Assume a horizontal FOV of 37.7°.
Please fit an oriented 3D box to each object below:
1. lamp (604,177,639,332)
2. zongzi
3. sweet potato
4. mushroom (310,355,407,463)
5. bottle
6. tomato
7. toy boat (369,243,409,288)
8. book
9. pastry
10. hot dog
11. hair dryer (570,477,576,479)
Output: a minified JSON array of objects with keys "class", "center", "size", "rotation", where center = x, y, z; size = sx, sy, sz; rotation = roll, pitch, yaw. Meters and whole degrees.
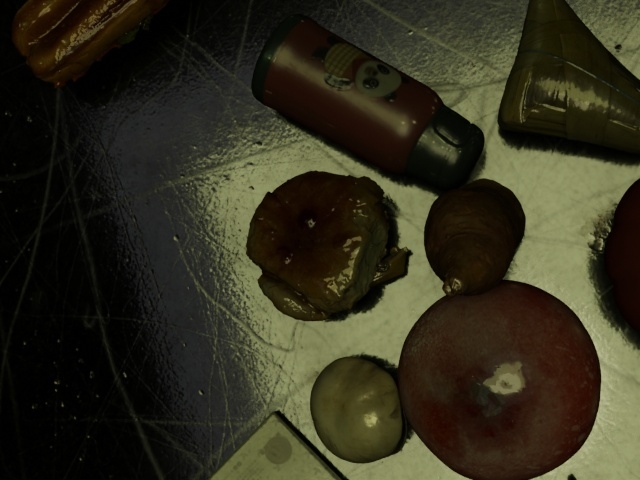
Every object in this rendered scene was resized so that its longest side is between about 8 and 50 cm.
[{"class":"lamp","center":[0.515,0.021,1.176],"size":[0.303,0.257,0.303],"rotation":[-1,82,10]},{"class":"zongzi","center":[0.384,-0.254,1.314],"size":[0.228,0.115,0.256],"rotation":[13,77,8]},{"class":"sweet potato","center":[0.189,-0.002,1.206],"size":[0.131,0.336,0.131],"rotation":[3,102,17]},{"class":"mushroom","center":[0.059,0.237,1.321],"size":[0.154,0.122,0.154],"rotation":[17,113,45]},{"class":"bottle","center":[0.074,-0.189,1.348],"size":[0.336,0.144,0.144],"rotation":[30,91,10]},{"class":"tomato","center":[0.233,0.185,1.230],"size":[0.270,0.227,0.270],"rotation":[0,89,19]},{"class":"toy boat","center":[0.064,0.049,1.369],"size":[0.149,0.047,0.049],"rotation":[-24,81,8]},{"class":"book","center":[-0.034,0.430,1.341],"size":[0.310,0.021,0.217],"rotation":[43,79,12]},{"class":"pastry","center":[0.000,0.000,1.334],"size":[0.229,0.100,0.218],"rotation":[-38,58,4]},{"class":"hot dog","center":[-0.323,-0.383,1.455],"size":[0.349,0.117,0.158],"rotation":[-43,73,6]},{"class":"hair dryer","center":[0.319,0.413,1.281],"size":[0.117,0.064,0.182],"rotation":[24,84,12]}]
